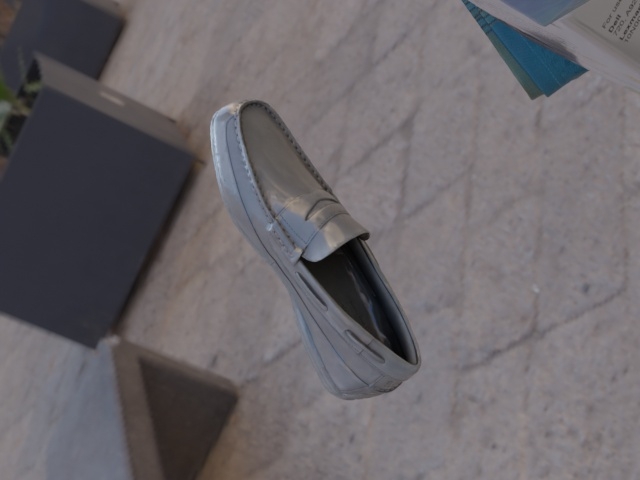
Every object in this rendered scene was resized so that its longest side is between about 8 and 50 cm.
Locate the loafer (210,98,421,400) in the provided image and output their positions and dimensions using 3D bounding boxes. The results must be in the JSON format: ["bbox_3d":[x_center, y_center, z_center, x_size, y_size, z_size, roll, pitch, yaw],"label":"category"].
[{"bbox_3d":[0.000,0.000,1.111,0.111,0.320,0.112,-27,3,46],"label":"loafer"}]

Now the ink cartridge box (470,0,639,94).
[{"bbox_3d":[0.163,-0.180,0.712,0.201,0.278,0.117,37,104,37],"label":"ink cartridge box"}]

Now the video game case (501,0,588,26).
[{"bbox_3d":[0.103,-0.153,0.245,0.244,0.269,0.061,-28,77,25],"label":"video game case"}]

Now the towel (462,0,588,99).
[{"bbox_3d":[0.270,-0.334,1.035,0.370,0.271,0.040,-36,15,11],"label":"towel"}]
